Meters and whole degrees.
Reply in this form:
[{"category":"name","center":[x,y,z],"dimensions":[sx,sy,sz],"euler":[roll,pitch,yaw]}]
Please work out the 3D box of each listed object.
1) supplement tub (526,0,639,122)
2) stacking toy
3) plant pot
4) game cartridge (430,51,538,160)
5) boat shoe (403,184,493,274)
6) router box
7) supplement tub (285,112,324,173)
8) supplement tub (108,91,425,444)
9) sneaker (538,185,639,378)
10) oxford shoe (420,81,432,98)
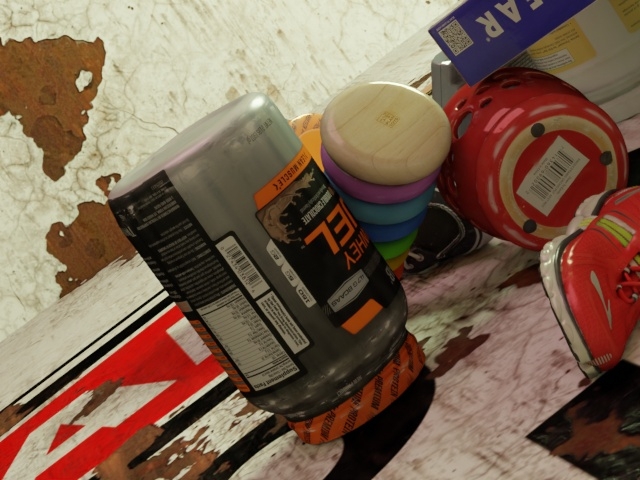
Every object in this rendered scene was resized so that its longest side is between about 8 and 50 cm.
[{"category":"supplement tub","center":[0.344,-0.338,2.017],"dimensions":[0.241,0.331,0.241],"euler":[-34,12,8]},{"category":"stacking toy","center":[0.059,-0.019,1.773],"dimensions":[0.141,0.141,0.330],"euler":[-43,-25,-33]},{"category":"plant pot","center":[0.232,-0.082,1.700],"dimensions":[0.191,0.191,0.174],"euler":[-36,20,-2]},{"category":"game cartridge","center":[0.234,-0.199,2.128],"dimensions":[0.062,0.198,0.297],"euler":[17,34,27]},{"category":"boat shoe","center":[0.113,-0.007,1.925],"dimensions":[0.102,0.108,0.301],"euler":[-40,10,-21]},{"category":"router box","center":[0.314,-0.326,1.665],"dimensions":[0.301,0.082,0.335],"euler":[-40,4,-40]},{"category":"supplement tub","center":[-0.073,-0.065,2.392],"dimensions":[0.193,0.193,0.316],"euler":[-44,6,-37]},{"category":"supplement tub","center":[-0.049,0.033,1.641],"dimensions":[0.207,0.338,0.207],"euler":[-34,12,8]},{"category":"sneaker","center":[0.273,0.017,1.384],"dimensions":[0.118,0.107,0.279],"euler":[-18,21,29]},{"category":"oxford shoe","center":[0.224,-0.184,2.360],"dimensions":[0.397,0.140,0.146],"euler":[-30,41,17]}]
